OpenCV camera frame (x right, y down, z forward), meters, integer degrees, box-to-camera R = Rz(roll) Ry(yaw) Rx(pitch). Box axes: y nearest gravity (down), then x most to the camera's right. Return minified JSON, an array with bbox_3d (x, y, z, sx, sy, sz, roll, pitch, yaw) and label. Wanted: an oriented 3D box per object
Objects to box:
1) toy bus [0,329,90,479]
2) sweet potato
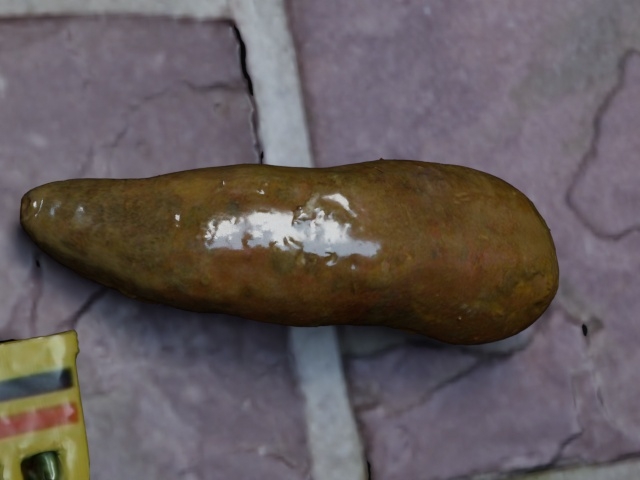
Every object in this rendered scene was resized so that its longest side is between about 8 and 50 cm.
[{"bbox_3d":[-0.267,0.101,0.740,0.335,0.121,0.123,-9,90,-28],"label":"toy bus"},{"bbox_3d":[0.000,0.000,0.898,0.291,0.097,0.097,7,76,-24],"label":"sweet potato"}]
